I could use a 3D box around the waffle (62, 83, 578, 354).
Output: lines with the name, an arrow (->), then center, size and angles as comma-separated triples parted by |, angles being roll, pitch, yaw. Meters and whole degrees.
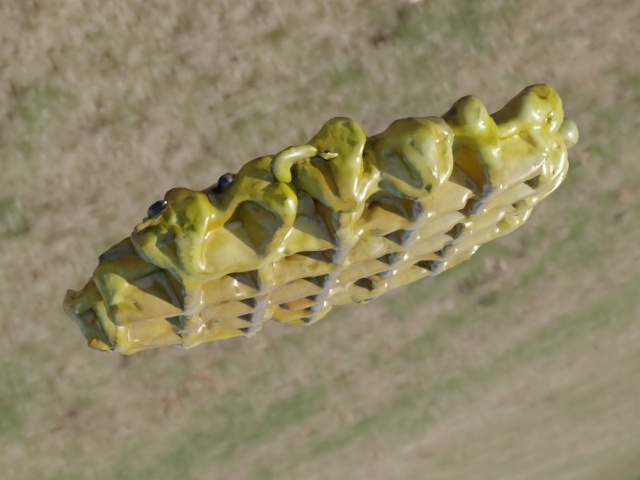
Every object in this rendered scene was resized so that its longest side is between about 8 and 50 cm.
waffle -> 0.009, -0.004, 0.881 | 0.329, 0.062, 0.329 | -18, 167, -4
